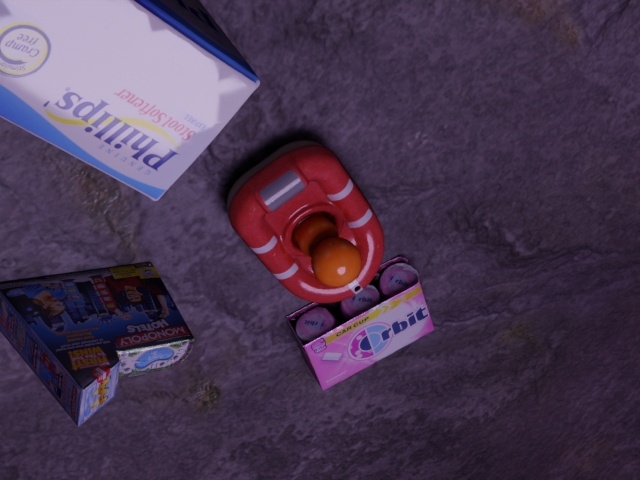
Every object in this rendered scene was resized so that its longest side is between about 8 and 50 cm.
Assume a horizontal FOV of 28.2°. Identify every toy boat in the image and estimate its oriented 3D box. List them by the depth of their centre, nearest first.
[{"bbox_3d":[0.000,0.000,1.527,0.151,0.151,0.231,-36,137,2],"label":"toy boat"}]

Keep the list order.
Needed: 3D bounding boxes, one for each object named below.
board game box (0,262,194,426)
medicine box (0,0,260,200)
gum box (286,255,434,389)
[{"bbox_3d":[-0.252,0.116,1.442,0.194,0.194,0.060,-8,131,-26],"label":"board game box"},{"bbox_3d":[-0.233,-0.211,1.082,0.149,0.289,0.263,-47,138,12],"label":"medicine box"},{"bbox_3d":[0.060,0.111,1.729,0.188,0.062,0.107,-28,137,-7],"label":"gum box"}]
